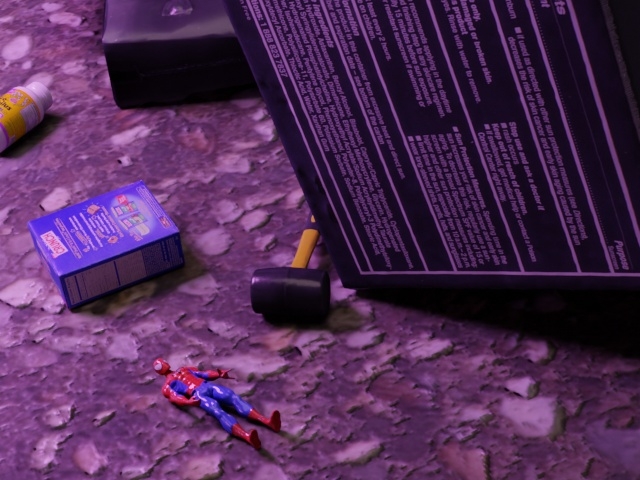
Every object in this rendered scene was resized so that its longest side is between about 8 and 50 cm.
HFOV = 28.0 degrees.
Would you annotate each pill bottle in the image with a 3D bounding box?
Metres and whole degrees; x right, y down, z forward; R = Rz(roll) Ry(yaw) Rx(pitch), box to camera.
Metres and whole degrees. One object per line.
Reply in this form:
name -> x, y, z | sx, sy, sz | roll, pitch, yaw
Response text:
pill bottle -> -0.304, -0.124, 1.269 | 0.043, 0.043, 0.083 | 16, 43, 28

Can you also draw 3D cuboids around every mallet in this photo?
mallet -> 0.000, 0.000, 1.070 | 0.062, 0.039, 0.190 | 6, 36, 19

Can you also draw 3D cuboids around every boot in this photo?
boot -> 0.002, -0.294, 1.380 | 0.445, 0.146, 0.367 | -9, 31, 8

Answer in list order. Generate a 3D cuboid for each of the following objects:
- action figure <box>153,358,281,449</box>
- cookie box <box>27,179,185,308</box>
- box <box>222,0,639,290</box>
action figure -> -0.081, 0.113, 0.940 | 0.115, 0.030, 0.038 | 22, 51, 35
cookie box -> -0.182, 0.002, 1.088 | 0.107, 0.040, 0.092 | -21, 40, -18
box -> 0.126, -0.127, 0.938 | 0.294, 0.296, 0.183 | 0, 35, 38
